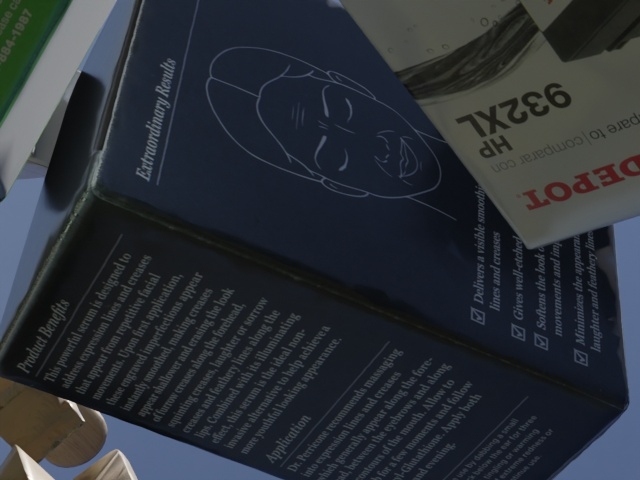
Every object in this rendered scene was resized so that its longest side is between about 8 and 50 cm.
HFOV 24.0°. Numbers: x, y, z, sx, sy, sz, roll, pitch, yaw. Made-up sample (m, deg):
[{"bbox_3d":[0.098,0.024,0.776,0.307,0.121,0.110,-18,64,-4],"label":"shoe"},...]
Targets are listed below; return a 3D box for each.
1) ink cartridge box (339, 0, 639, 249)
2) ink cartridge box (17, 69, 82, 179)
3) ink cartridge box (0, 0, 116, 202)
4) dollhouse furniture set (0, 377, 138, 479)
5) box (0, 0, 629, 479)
[{"bbox_3d":[0.131,-0.166,0.797,0.223,0.307,0.129,-20,-151,40],"label":"ink cartridge box"},{"bbox_3d":[-0.263,-0.103,1.239,0.143,0.090,0.092,0,-104,39],"label":"ink cartridge box"},{"bbox_3d":[-0.242,-0.180,0.746,0.211,0.289,0.121,-64,-179,-12],"label":"ink cartridge box"},{"bbox_3d":[-0.154,0.247,1.303,0.394,0.256,0.362,-40,-150,-2],"label":"dollhouse furniture set"},{"bbox_3d":[0.000,0.000,1.111,0.212,0.395,0.293,-53,-159,41],"label":"box"}]
